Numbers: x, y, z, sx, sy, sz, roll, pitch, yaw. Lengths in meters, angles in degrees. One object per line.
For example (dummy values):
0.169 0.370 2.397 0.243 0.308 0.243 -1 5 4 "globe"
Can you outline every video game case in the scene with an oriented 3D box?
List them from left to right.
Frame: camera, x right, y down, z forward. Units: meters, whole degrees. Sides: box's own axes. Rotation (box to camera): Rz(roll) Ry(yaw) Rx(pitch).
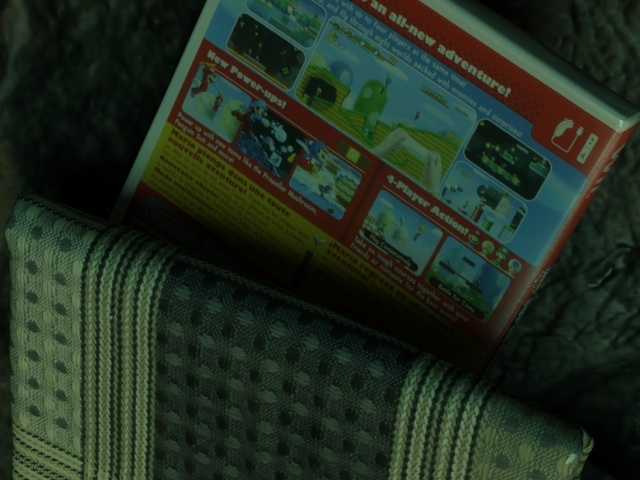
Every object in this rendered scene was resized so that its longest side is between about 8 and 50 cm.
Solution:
0.000 0.000 0.913 0.204 0.025 0.285 36 120 15 "video game case"

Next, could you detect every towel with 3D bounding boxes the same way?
-0.026 0.160 0.946 0.312 0.056 0.324 21 124 22 "towel"

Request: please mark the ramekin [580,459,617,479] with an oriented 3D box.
0.099 0.204 1.000 0.207 0.109 0.207 9 109 28 "ramekin"
